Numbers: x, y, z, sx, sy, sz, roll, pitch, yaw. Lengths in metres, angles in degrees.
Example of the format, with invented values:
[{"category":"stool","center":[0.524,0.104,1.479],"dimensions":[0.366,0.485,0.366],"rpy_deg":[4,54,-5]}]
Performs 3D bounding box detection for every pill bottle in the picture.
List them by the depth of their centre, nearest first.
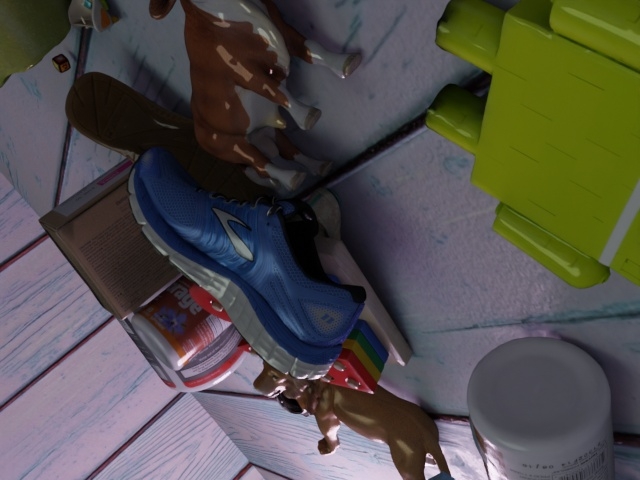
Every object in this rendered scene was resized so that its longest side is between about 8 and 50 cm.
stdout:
[{"category":"pill bottle","center":[0.233,0.218,0.710],"dimensions":[0.131,0.131,0.229],"rpy_deg":[24,148,42]},{"category":"pill bottle","center":[-0.206,0.110,1.183],"dimensions":[0.121,0.216,0.121],"rpy_deg":[37,153,22]},{"category":"pill bottle","center":[-0.298,0.107,1.344],"dimensions":[0.210,0.210,0.362],"rpy_deg":[20,143,47]}]

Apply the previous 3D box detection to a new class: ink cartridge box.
[{"category":"ink cartridge box","center":[-0.296,-0.022,1.112],"dimensions":[0.088,0.235,0.193],"rpy_deg":[18,141,48]}]

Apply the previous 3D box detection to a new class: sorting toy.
[{"category":"sorting toy","center":[-0.044,0.101,0.927],"dimensions":[0.256,0.089,0.257],"rpy_deg":[6,145,36]},{"category":"sorting toy","center":[-0.315,-0.327,0.930],"dimensions":[0.083,0.045,0.075],"rpy_deg":[24,139,44]}]

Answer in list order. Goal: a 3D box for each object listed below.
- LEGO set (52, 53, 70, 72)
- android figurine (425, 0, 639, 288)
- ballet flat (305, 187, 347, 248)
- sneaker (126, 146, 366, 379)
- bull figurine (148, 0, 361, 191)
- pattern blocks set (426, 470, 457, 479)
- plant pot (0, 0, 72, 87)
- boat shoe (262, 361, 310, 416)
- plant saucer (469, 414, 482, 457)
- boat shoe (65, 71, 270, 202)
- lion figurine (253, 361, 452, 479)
[{"category":"LEGO set","center":[-0.506,-0.391,1.133],"dimensions":[0.182,0.060,0.244],"rpy_deg":[24,144,45]},{"category":"android figurine","center":[0.191,-0.059,0.465],"dimensions":[0.273,0.056,0.248],"rpy_deg":[39,154,24]},{"category":"ballet flat","center":[0.000,0.000,0.872],"dimensions":[0.057,0.052,0.168],"rpy_deg":[33,152,31]},{"category":"sneaker","center":[-0.078,-0.004,0.772],"dimensions":[0.330,0.147,0.130],"rpy_deg":[42,-169,15]},{"category":"bull figurine","center":[-0.069,-0.163,0.682],"dimensions":[0.188,0.101,0.310],"rpy_deg":[37,159,10]},{"category":"pattern blocks set","center":[0.269,0.457,1.006],"dimensions":[0.325,0.026,0.285],"rpy_deg":[27,138,6]},{"category":"plant pot","center":[-0.488,-0.359,0.944],"dimensions":[0.276,0.276,0.254],"rpy_deg":[18,153,49]},{"category":"boat shoe","center":[-0.062,0.278,1.338],"dimensions":[0.112,0.095,0.335],"rpy_deg":[36,154,23]},{"category":"plant saucer","center":[0.263,0.292,0.888],"dimensions":[0.195,0.037,0.195],"rpy_deg":[37,153,22]},{"category":"boat shoe","center":[-0.206,-0.120,0.997],"dimensions":[0.342,0.123,0.123],"rpy_deg":[33,-176,9]},{"category":"lion figurine","center":[0.080,0.281,1.099],"dimensions":[0.392,0.142,0.240],"rpy_deg":[17,136,27]}]
